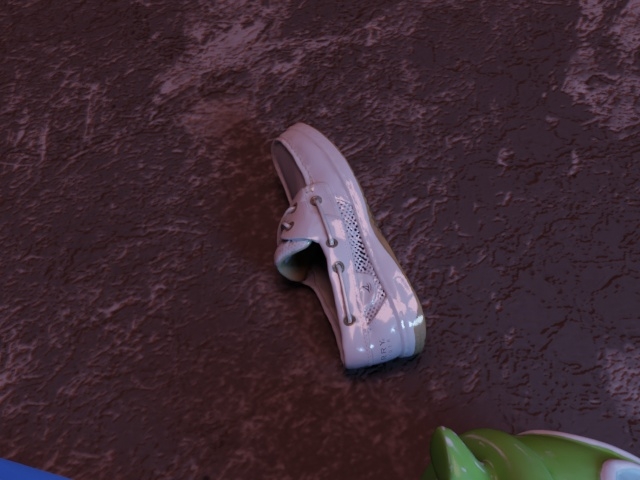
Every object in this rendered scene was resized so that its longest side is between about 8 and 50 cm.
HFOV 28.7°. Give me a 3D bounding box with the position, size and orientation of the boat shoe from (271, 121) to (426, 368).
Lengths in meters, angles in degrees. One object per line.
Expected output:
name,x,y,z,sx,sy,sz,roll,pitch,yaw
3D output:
boat shoe,0.000,0.000,1.168,0.096,0.098,0.277,-19,54,-14

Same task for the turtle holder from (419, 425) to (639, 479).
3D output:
turtle holder,0.178,0.277,0.840,0.228,0.243,0.320,6,27,-21

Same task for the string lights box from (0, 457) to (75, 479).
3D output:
string lights box,-0.168,0.248,0.945,0.260,0.133,0.076,13,52,13
